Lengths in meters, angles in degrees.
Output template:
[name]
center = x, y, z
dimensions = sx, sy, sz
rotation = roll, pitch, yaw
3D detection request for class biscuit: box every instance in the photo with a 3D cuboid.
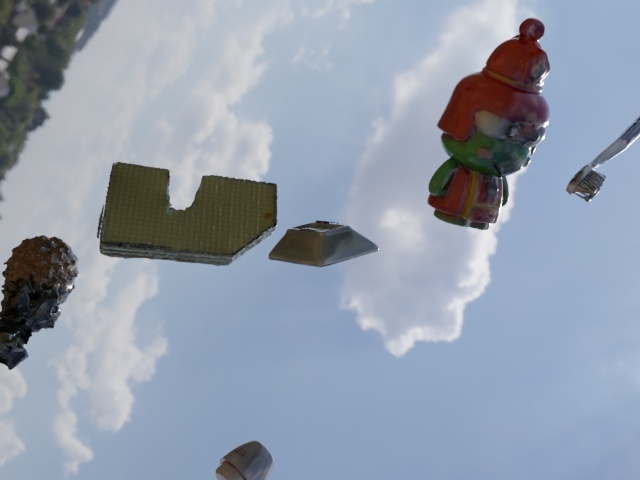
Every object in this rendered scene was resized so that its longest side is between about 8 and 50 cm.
[biscuit]
center = -0.184, -0.035, 1.162
dimensions = 0.046, 0.249, 0.147
rotation = 111, -20, -53

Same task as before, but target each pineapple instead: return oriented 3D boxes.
[pineapple]
center = -0.437, 0.095, 1.201
dimensions = 0.119, 0.111, 0.237
rotation = -51, -161, 29

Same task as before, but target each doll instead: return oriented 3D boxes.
[doll]
center = 0.290, -0.197, 1.377
dimensions = 0.160, 0.182, 0.363
rotation = 51, -54, 52

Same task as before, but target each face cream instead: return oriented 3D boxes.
[face cream]
center = -0.140, 0.426, 1.522
dimensions = 0.095, 0.091, 0.091
rotation = -38, -172, -31

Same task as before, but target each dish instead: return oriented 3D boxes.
[dish]
center = 0.000, 0.000, 1.994
dimensions = 0.243, 0.181, 0.080
rotation = 5, -72, 55

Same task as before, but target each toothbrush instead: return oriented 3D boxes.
[toothbrush]
center = 0.329, -0.110, 0.870
dimensions = 0.288, 0.026, 0.024
rotation = -37, 154, -43
